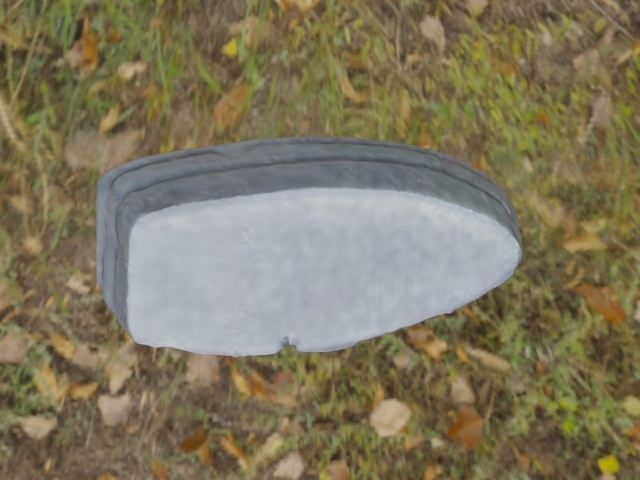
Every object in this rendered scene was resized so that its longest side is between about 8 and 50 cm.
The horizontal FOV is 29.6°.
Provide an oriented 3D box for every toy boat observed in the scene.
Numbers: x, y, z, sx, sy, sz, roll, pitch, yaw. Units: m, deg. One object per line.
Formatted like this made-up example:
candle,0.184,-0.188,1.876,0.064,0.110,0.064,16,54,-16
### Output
toy boat,0.000,0.000,0.777,0.283,0.078,0.127,-3,117,-14
